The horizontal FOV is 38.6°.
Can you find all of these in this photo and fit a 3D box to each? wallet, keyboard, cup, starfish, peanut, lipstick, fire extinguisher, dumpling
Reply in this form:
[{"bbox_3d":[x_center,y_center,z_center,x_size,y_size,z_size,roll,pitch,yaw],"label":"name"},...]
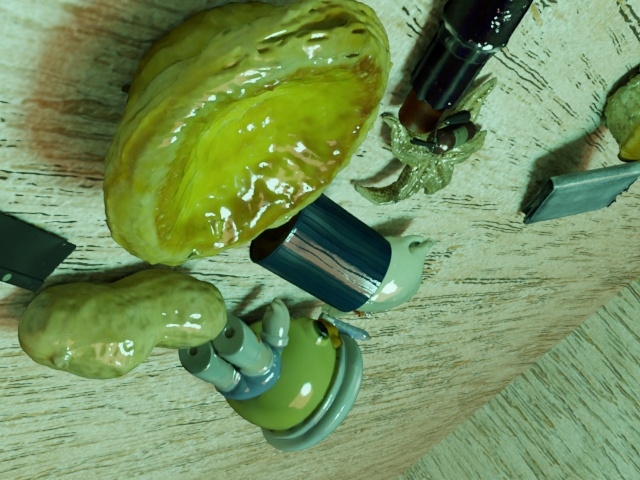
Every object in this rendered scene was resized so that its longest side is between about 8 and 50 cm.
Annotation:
[{"bbox_3d":[0.451,-0.082,1.596,0.167,0.036,0.222,-10,165,-3],"label":"wallet"},{"bbox_3d":[-0.318,-0.002,0.852,0.072,0.023,0.231,-45,156,5],"label":"keyboard"},{"bbox_3d":[0.006,-0.003,1.114,0.138,0.150,0.113,33,139,-23],"label":"cup"},{"bbox_3d":[0.154,-0.125,1.230,0.236,0.062,0.277,-43,152,3],"label":"starfish"},{"bbox_3d":[-0.219,0.092,1.049,0.263,0.117,0.101,-13,169,-47],"label":"peanut"},{"bbox_3d":[0.165,-0.228,1.002,0.081,0.081,0.299,-17,153,-36],"label":"lipstick"},{"bbox_3d":[0.157,-0.130,1.090,0.049,0.035,0.173,-37,177,26],"label":"fire extinguisher"},{"bbox_3d":[0.083,0.052,1.396,0.181,0.111,0.155,-6,178,-28],"label":"dumpling"}]

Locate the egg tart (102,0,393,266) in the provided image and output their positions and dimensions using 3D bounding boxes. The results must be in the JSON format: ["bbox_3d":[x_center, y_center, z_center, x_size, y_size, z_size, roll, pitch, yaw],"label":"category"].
[{"bbox_3d":[-0.076,-0.114,0.838,0.319,0.128,0.319,-31,158,-14],"label":"egg tart"}]

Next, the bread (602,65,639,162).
[{"bbox_3d":[0.579,-0.233,1.495,0.245,0.121,0.174,-36,155,-5],"label":"bread"}]

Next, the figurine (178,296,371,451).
[{"bbox_3d":[-0.087,0.204,1.325,0.225,0.205,0.382,-36,155,22],"label":"figurine"}]

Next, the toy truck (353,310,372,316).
[{"bbox_3d":[0.096,0.107,1.595,0.083,0.024,0.032,-20,123,-25],"label":"toy truck"}]
